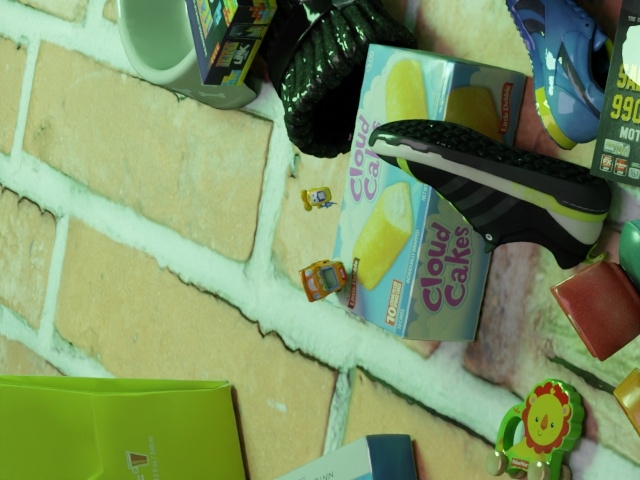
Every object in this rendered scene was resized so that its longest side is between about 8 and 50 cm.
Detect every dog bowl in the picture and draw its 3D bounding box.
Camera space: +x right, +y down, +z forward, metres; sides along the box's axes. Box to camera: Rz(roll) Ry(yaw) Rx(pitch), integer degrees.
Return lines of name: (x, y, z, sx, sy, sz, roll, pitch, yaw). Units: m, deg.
dog bowl: (-0.138, -0.333, 2.073, 0.349, 0.102, 0.348, -14, 74, 57)

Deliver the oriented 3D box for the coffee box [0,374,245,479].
coffee box: (-0.295, 0.368, 2.005, 0.334, 0.338, 0.337, -40, 54, 48)

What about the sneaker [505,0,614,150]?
sneaker: (0.220, -0.182, 1.520, 0.082, 0.069, 0.209, -33, 57, 34)

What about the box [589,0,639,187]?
box: (0.318, -0.118, 1.353, 0.231, 0.056, 0.183, 23, 106, 57)

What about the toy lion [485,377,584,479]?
toy lion: (0.195, 0.170, 1.541, 0.100, 0.034, 0.096, 3, 82, 59)

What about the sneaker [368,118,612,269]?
sneaker: (0.141, -0.035, 1.522, 0.235, 0.084, 0.097, 21, 113, 22)

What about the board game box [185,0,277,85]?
board game box: (-0.102, -0.273, 1.840, 0.141, 0.048, 0.170, 122, 141, -52)

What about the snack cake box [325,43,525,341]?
snack cake box: (0.097, -0.048, 1.668, 0.152, 0.089, 0.264, 22, 105, 56)

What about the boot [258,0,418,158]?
boot: (0.018, -0.286, 1.780, 0.260, 0.131, 0.348, -115, 32, -49)

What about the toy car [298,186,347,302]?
toy car: (0.000, 0.000, 1.687, 0.041, 0.060, 0.122, -16, 77, 24)

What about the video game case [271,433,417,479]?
video game case: (0.022, 0.357, 1.761, 0.244, 0.061, 0.269, -35, 57, 52)

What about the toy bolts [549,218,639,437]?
toy bolts: (0.293, 0.078, 1.300, 0.228, 0.158, 0.218, 58, -176, -2)

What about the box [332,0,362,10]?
box: (0.096, -0.434, 1.468, 0.293, 0.212, 0.395, -5, 108, 57)
